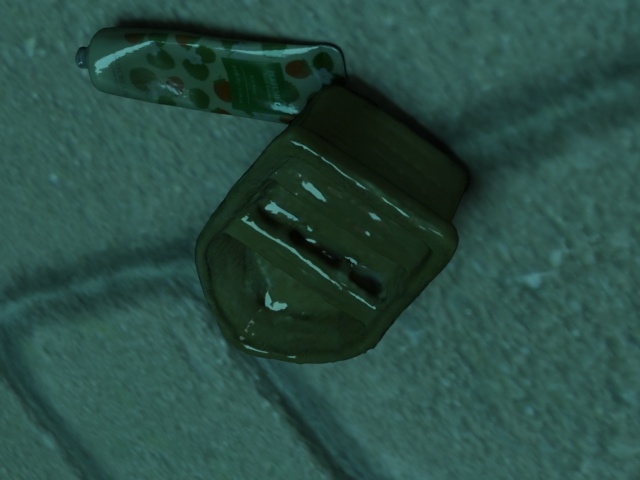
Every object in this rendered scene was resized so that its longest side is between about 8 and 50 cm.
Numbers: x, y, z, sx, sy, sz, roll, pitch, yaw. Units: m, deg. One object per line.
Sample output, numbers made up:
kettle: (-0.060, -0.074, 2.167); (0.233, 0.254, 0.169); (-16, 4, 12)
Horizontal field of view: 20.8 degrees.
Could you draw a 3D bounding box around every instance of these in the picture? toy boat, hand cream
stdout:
toy boat: (0.000, 0.000, 0.952); (0.116, 0.061, 0.188); (34, 142, -6)
hand cream: (-0.061, -0.091, 0.951); (0.165, 0.037, 0.057); (10, 133, 23)
